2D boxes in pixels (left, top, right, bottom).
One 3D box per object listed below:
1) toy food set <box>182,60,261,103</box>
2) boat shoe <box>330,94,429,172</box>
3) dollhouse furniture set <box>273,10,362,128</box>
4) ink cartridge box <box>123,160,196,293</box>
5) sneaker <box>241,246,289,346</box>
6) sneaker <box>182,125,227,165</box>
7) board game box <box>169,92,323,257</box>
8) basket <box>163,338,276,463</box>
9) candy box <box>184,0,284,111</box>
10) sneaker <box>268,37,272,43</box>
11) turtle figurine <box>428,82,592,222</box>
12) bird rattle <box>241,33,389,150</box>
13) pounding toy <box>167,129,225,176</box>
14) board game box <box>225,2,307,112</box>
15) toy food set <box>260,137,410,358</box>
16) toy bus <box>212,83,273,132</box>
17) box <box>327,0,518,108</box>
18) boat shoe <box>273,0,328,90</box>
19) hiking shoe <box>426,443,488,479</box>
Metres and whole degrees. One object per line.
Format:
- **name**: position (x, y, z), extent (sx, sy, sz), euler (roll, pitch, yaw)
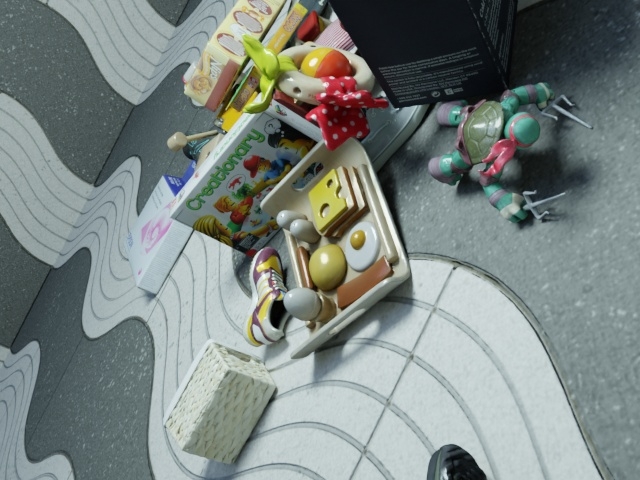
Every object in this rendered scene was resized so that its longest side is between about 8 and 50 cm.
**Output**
- **toy food set**: position (-0.260, -0.366, 1.715), extent (0.104, 0.232, 0.111), euler (-42, 71, 35)
- **boat shoe**: position (0.094, -0.188, 1.130), extent (0.227, 0.081, 0.079), euler (-52, 30, 20)
- **dollhouse furniture set**: position (0.017, -0.398, 1.365), extent (0.201, 0.152, 0.374), euler (-45, 33, 29)
- **ink cartridge box**: position (-0.415, -0.062, 1.885), extent (0.330, 0.072, 0.324), euler (-60, 28, 7)
- **sneaker**: position (-0.078, 0.091, 1.200), extent (0.084, 0.070, 0.185), euler (-21, 54, 40)
- **sneaker**: position (-0.300, -0.228, 1.803), extent (0.267, 0.101, 0.106), euler (-2, 66, 59)
- **board game box**: position (-0.120, -0.110, 1.300), extent (0.305, 0.193, 0.053), euler (-45, 32, 31)
- **basket**: position (-0.161, 0.264, 1.131), extent (0.167, 0.113, 0.103), euler (-60, 32, 3)
- **candy box**: position (-0.177, -0.457, 1.563), extent (0.183, 0.088, 0.316), euler (-44, 17, 54)
- **sneaker**: position (-0.078, -0.500, 1.724), extent (0.070, 0.051, 0.134), euler (-60, 31, 1)
- **turtle figurine**: position (0.217, -0.123, 0.845), extent (0.175, 0.118, 0.234), euler (-64, 22, -3)
- **bird rattle**: position (0.001, -0.256, 1.085), extent (0.254, 0.143, 0.207), euler (17, 40, 25)
- **pounding toy**: position (-0.226, -0.182, 1.525), extent (0.094, 0.206, 0.180), euler (-25, 45, 49)
- **board game box**: position (-0.107, -0.360, 1.388), extent (0.124, 0.039, 0.259), euler (-44, 14, 49)
- **toy food set**: position (0.000, 0.000, 1.065), extent (0.220, 0.093, 0.306), euler (-43, 46, 33)
- **toy bus**: position (-0.140, -0.259, 1.528), extent (0.108, 0.130, 0.333), euler (-59, 28, 3)
- **box**: position (0.146, -0.419, 0.957), extent (0.179, 0.312, 0.343), euler (-3, 59, 29)
- **boat shoe**: position (-0.051, -0.471, 1.605), extent (0.114, 0.091, 0.302), euler (139, 151, -78)
- **hiking shoe**: position (0.105, 0.311, 0.670), extent (0.114, 0.086, 0.226), euler (-27, 44, 42)
